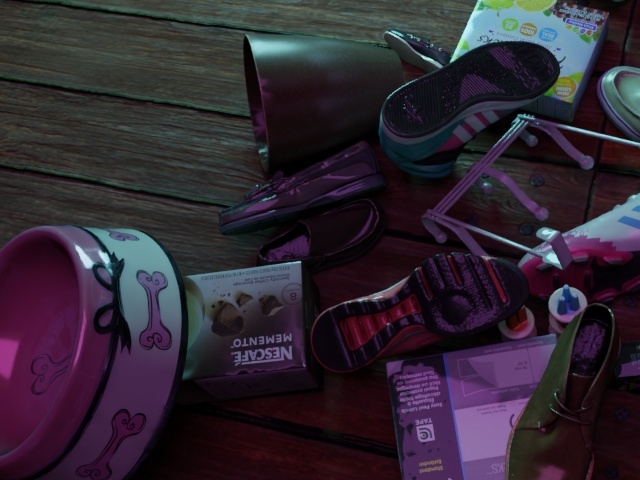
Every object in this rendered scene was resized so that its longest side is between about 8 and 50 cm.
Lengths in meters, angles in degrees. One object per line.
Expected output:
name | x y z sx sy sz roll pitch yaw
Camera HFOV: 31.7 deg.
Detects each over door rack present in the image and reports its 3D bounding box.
over door rack | 0.317 -0.063 1.585 0.239 0.108 0.324 -46 25 -14

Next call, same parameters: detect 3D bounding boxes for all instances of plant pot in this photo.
plant pot | 0.010 -0.230 1.761 0.230 0.215 0.215 -10 63 -8

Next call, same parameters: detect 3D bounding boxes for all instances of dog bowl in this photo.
dog bowl | -0.371 0.159 1.574 0.408 0.150 0.408 -19 61 39

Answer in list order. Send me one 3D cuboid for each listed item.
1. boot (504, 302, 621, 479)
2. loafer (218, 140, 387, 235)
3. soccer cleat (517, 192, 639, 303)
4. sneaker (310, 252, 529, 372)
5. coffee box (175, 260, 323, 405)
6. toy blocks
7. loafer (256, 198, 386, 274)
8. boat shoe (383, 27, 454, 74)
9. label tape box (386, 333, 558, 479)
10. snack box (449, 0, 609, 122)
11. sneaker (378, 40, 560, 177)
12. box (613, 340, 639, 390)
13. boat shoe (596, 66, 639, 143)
boot | 0.303 0.218 1.409 0.112 0.115 0.305 17 70 14
loafer | -0.035 -0.080 1.739 0.267 0.096 0.084 -17 82 -5
soccer cleat | 0.441 -0.001 1.612 0.331 0.116 0.143 -12 42 9
sneaker | 0.142 0.093 1.585 0.313 0.136 0.116 -19 83 17
coffee box | -0.153 0.143 1.655 0.297 0.119 0.168 -7 64 10
toy blocks | 0.306 0.103 1.557 0.123 0.148 0.054 -5 65 10
loafer | 0.000 0.000 1.710 0.220 0.078 0.080 -29 63 -2
boat shoe | 0.162 -0.310 1.835 0.133 0.049 0.042 34 71 21
label tape box | 0.233 0.312 1.501 0.240 0.106 0.334 -11 64 7
snack box | 0.328 -0.298 1.780 0.207 0.070 0.174 19 72 21
sneaker | 0.213 -0.186 1.701 0.295 0.178 0.124 -22 72 -16
box | 0.444 0.170 1.544 0.083 0.062 0.052 -7 63 9
boat shoe | 0.539 -0.174 1.663 0.109 0.094 0.302 -45 65 -9
